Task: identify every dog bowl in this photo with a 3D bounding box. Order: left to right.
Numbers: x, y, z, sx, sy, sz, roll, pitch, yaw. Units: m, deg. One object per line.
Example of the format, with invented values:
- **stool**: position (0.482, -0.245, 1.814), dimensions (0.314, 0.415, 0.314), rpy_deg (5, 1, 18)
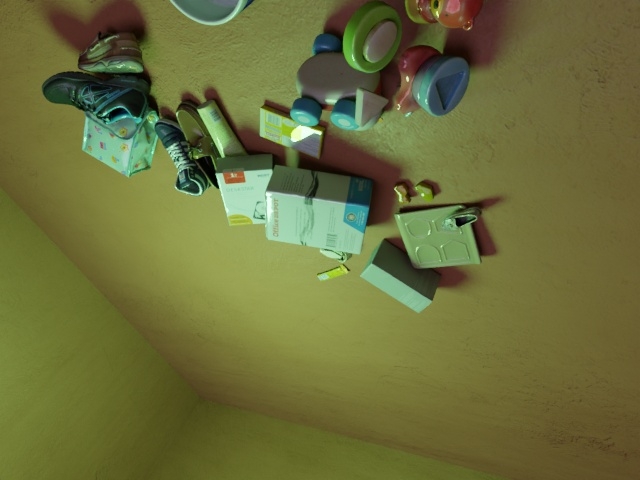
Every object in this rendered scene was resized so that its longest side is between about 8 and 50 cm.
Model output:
- **dog bowl**: position (-0.265, -0.658, 1.104), dimensions (0.265, 0.104, 0.264), rpy_deg (19, 141, 16)

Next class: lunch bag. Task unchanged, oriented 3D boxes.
- **lunch bag**: position (-0.697, -0.391, 1.650), dimensions (0.224, 0.160, 0.262), rpy_deg (31, 124, 8)

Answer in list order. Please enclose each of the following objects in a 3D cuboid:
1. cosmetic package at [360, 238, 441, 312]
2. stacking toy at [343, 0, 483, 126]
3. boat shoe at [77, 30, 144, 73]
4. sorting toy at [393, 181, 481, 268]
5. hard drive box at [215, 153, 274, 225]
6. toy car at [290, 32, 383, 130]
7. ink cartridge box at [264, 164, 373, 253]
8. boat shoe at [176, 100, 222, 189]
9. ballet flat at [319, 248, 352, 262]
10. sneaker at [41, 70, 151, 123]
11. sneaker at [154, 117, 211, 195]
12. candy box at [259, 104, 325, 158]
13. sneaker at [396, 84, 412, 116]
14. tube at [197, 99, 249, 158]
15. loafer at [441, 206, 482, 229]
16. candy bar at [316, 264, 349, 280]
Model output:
- **cosmetic package**: position (0.268, 0.118, 1.570), dimensions (0.238, 0.127, 0.107), rpy_deg (32, 141, 3)
- **stacking toy**: position (0.201, -0.365, 0.955), dimensions (0.130, 0.280, 0.308), rpy_deg (44, 158, 38)
- **boat shoe**: position (-0.650, -0.581, 1.461), dimensions (0.325, 0.123, 0.116), rpy_deg (12, 105, 36)
- **sorting toy**: position (0.340, -0.049, 1.415), dimensions (0.229, 0.041, 0.307), rpy_deg (-5, 123, 34)
- **hard drive box**: position (-0.236, -0.166, 1.576), dimensions (0.181, 0.089, 0.232), rpy_deg (-5, 136, 0)
- **toy car**: position (0.069, -0.350, 1.182), dimensions (0.211, 0.219, 0.238), rpy_deg (11, 166, 25)
- **ink cartridge box**: position (-0.007, -0.093, 1.466), dimensions (0.308, 0.129, 0.223), rpy_deg (9, 140, 3)
- **boat shoe**: position (-0.383, -0.309, 1.563), dimensions (0.111, 0.104, 0.307), rpy_deg (-7, 128, 39)
- **ballet flat**: position (0.000, 0.000, 1.659), dimensions (0.249, 0.086, 0.086), rpy_deg (30, 142, 3)
- **sneaker**: position (-0.725, -0.452, 1.510), dimensions (0.341, 0.139, 0.125), rpy_deg (1, 171, 3)
- **sneaker**: position (-0.477, -0.276, 1.610), dimensions (0.099, 0.153, 0.282), rpy_deg (-24, 119, 34)
- **candy box**: position (-0.087, -0.324, 1.408), dimensions (0.206, 0.027, 0.105), rpy_deg (24, 144, 11)
- **sneaker**: position (0.214, -0.359, 1.163), dimensions (0.069, 0.038, 0.098), rpy_deg (31, 133, 4)
- **tube**: position (-0.313, -0.334, 1.524), dimensions (0.070, 0.062, 0.240), rpy_deg (2, 133, 37)
- **loafer**: position (0.390, -0.056, 1.320), dimensions (0.125, 0.039, 0.045), rpy_deg (-27, 108, 42)
- **candy bar**: position (0.043, 0.128, 1.820), dimensions (0.162, 0.018, 0.040), rpy_deg (-23, 113, 47)
